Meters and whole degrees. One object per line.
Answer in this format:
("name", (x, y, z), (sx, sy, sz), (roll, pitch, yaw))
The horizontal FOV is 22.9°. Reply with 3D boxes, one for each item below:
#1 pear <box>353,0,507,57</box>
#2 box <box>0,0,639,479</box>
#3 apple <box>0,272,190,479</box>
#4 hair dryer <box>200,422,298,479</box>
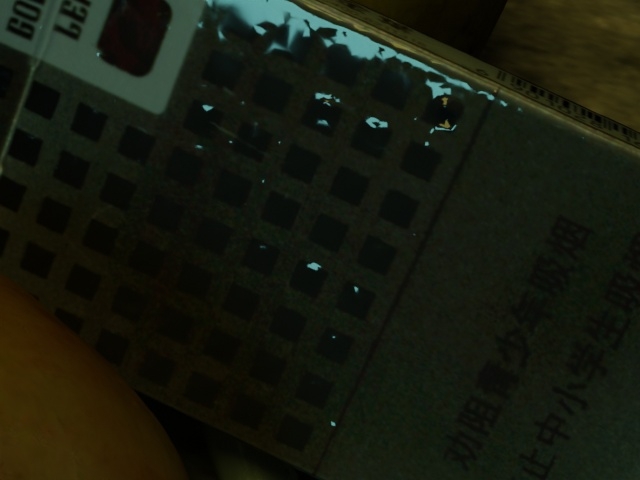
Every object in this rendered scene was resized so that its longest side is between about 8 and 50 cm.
("pear", (-0.050, -0.179, 0.761), (0.304, 0.304, 0.304), (-5, 48, 5))
("box", (0.000, -0.001, 0.620), (0.325, 0.180, 0.047), (25, 21, 3))
("apple", (-0.158, 0.127, 0.551), (0.242, 0.241, 0.242), (-3, 49, 3))
("hair dryer", (0.009, 0.083, 0.695), (0.206, 0.075, 0.237), (-6, 55, -4))
